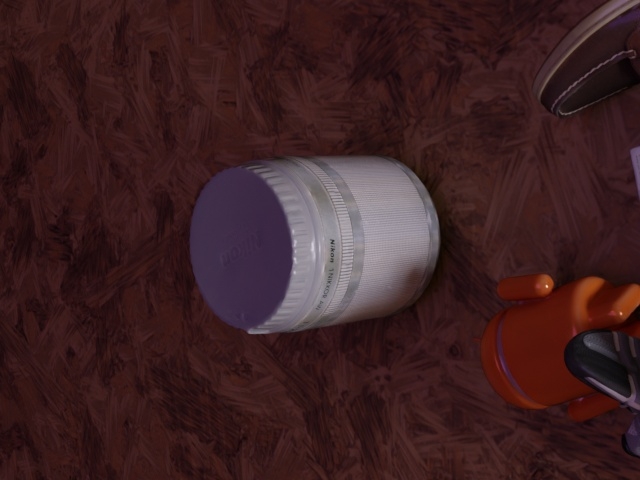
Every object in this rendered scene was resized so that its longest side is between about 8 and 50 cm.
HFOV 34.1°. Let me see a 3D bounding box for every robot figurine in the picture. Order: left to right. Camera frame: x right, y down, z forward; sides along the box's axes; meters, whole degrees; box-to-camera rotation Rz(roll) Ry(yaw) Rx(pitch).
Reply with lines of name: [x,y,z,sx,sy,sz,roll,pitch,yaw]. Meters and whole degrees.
robot figurine: [0.270,0.116,1.175,0.219,0.158,0.128,-29,41,43]

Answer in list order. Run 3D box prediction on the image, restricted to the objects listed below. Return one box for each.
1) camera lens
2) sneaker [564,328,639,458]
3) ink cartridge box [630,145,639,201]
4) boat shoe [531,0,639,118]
camera lens: [0.000,0.000,1.334,0.219,0.274,0.219,5,97,46]
sneaker: [0.329,0.176,1.073,0.086,0.228,0.132,-84,19,-45]
ink cartridge box: [0.436,-0.028,1.039,0.232,0.066,0.189,-15,82,44]
boat shoe: [0.368,-0.202,1.053,0.342,0.123,0.123,-32,70,36]
